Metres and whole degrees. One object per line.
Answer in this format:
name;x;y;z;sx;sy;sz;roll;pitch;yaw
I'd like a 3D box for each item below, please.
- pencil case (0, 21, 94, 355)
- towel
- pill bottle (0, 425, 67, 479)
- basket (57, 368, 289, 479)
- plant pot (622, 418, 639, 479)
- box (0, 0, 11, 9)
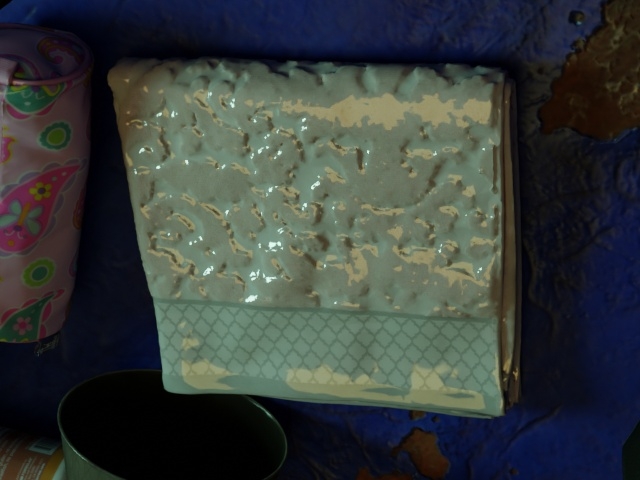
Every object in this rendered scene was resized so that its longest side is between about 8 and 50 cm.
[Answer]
pencil case;-0.260;-0.041;1.378;0.124;0.124;0.284;18;121;9
towel;0.000;0.000;1.350;0.332;0.053;0.317;3;118;17
pill bottle;-0.326;0.234;1.552;0.216;0.121;0.121;11;121;14
basket;-0.144;0.254;1.487;0.204;0.154;0.227;12;125;2
plant pot;0.346;0.190;1.267;0.188;0.167;0.187;26;124;3
box;-0.208;-0.318;1.178;0.143;0.165;0.270;37;124;-3
